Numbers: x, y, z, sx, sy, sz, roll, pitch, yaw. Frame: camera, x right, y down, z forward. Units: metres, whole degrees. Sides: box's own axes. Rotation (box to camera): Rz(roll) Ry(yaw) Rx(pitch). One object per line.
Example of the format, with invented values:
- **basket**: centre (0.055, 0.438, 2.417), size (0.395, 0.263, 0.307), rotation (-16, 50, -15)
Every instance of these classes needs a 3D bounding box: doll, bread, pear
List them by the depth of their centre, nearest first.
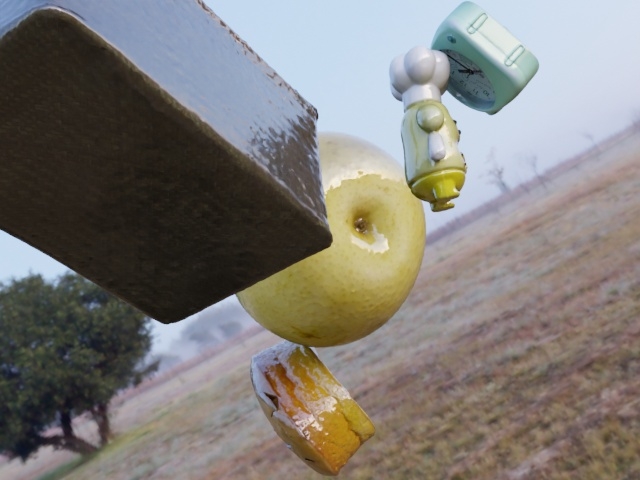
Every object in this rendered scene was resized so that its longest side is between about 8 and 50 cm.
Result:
- **doll**: centre (0.104, -0.111, 0.703), size (0.062, 0.163, 0.106), rotation (-9, -12, 0)
- **pear**: centre (0.000, 0.000, 1.172), size (0.348, 0.349, 0.348), rotation (-29, -8, -4)
- **bread**: centre (-0.022, 0.274, 1.228), size (0.142, 0.195, 0.269), rotation (-37, 35, -8)

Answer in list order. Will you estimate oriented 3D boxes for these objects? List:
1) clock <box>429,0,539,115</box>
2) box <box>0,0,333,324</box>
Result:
- **clock**: centre (0.155, -0.175, 0.735), size (0.041, 0.101, 0.135), rotation (-47, -2, -10)
- **box**: centre (-0.139, -0.075, 0.534), size (0.184, 0.143, 0.273), rotation (-27, -43, 25)
